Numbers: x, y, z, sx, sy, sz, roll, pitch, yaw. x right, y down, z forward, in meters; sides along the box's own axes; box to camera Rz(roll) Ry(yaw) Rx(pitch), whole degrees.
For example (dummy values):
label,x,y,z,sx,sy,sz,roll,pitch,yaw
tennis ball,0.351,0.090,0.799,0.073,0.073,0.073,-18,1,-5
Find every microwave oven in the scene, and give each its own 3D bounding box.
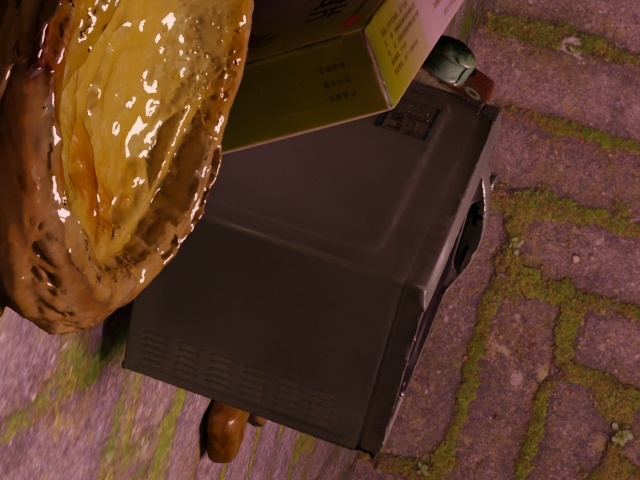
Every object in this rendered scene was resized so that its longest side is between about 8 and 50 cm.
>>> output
label,x,y,z,sx,sy,sz,roll,pitch,yaw
microwave oven,0.000,0.000,1.172,0.295,0.237,0.181,-61,166,-55

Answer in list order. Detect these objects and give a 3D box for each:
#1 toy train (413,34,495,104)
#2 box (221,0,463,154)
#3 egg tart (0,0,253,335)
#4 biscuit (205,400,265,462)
label,x,y,z,sx,sy,sz,roll,pitch,yaw
toy train,0.044,-0.066,1.391,0.326,0.129,0.159,-55,-174,28
box,-0.004,-0.146,1.069,0.062,0.175,0.260,68,26,-20
egg tart,-0.120,-0.081,0.790,0.279,0.095,0.279,17,90,-75
biscuit,-0.084,0.179,1.632,0.174,0.039,0.183,100,12,-47
